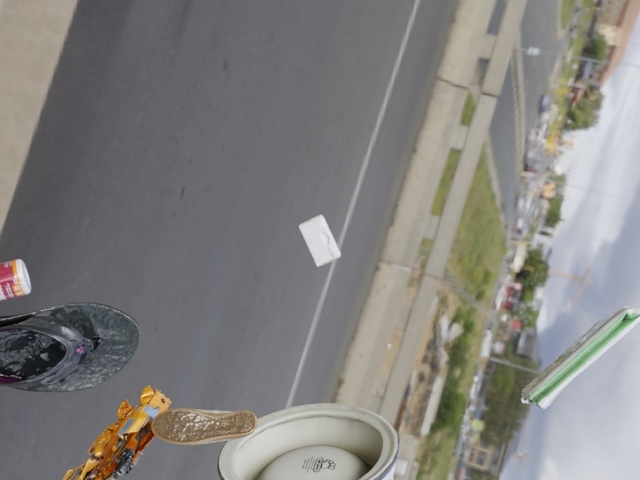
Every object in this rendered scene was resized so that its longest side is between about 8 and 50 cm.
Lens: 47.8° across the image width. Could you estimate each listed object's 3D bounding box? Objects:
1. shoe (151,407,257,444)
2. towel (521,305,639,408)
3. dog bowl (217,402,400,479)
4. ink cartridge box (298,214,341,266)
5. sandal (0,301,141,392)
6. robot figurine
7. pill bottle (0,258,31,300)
[{"bbox_3d":[-0.243,0.393,1.515,0.058,0.219,0.076,108,-18,-65],"label":"shoe"},{"bbox_3d":[0.466,0.216,1.320,0.248,0.038,0.325,-43,163,2],"label":"towel"},{"bbox_3d":[-0.019,0.529,1.625,0.408,0.408,0.150,-42,128,-66],"label":"dog bowl"},{"bbox_3d":[0.000,0.000,1.561,0.135,0.056,0.099,-4,70,-87],"label":"ink cartridge box"},{"bbox_3d":[-0.549,0.204,1.291,0.107,0.446,0.167,-158,-112,-72],"label":"sandal"},{"bbox_3d":[-0.442,0.449,1.528,0.211,0.085,0.291,-35,-166,37],"label":"robot figurine"},{"bbox_3d":[-0.758,0.102,1.670,0.086,0.152,0.086,165,-90,-77],"label":"pill bottle"}]
